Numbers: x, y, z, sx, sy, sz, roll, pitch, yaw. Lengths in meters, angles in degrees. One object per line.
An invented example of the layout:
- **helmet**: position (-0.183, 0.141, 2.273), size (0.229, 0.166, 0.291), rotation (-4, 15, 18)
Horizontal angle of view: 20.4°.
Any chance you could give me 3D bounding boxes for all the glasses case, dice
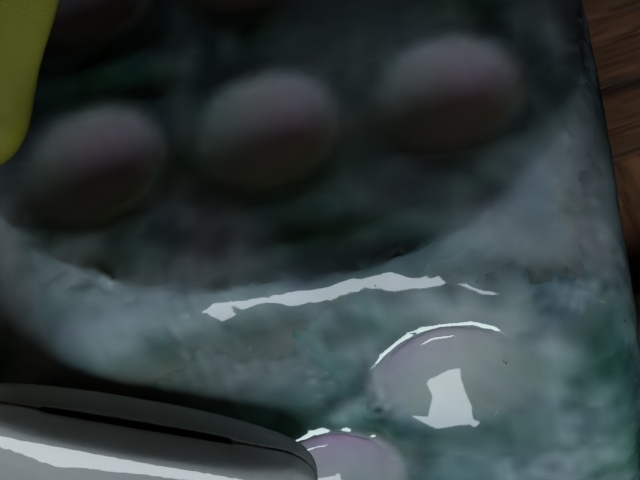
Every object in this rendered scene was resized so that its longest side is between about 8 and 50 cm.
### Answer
- **glasses case**: position (-0.096, 0.110, 0.850), size (0.193, 0.049, 0.074), rotation (10, 135, -15)
- **dice**: position (0.000, 0.000, 1.018), size (0.328, 0.330, 0.348), rotation (-9, 137, 5)

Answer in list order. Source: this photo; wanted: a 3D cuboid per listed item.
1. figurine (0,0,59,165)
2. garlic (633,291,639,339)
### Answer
- **figurine**: position (-0.308, -0.215, 0.820), size (0.378, 0.361, 0.266), rotation (19, 177, 30)
- **garlic**: position (0.244, 0.058, 1.257), size (0.199, 0.199, 0.226), rotation (-5, 110, 0)
